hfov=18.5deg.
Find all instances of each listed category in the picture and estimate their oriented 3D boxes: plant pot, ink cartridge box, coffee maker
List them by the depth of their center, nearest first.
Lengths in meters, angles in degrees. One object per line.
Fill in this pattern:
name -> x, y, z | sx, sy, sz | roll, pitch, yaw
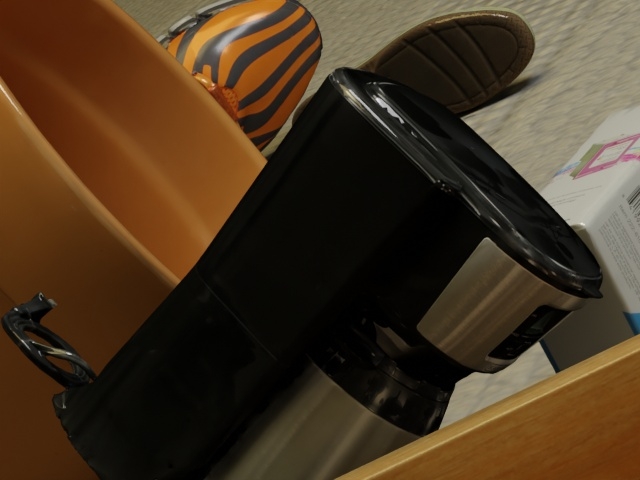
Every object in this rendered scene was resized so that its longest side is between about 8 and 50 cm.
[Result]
coffee maker -> -0.011, 0.024, 0.739 | 0.178, 0.171, 0.120 | -52, 2, 13
ink cartridge box -> 0.135, 0.004, 0.815 | 0.052, 0.088, 0.122 | -15, 20, 44
plant pot -> -0.148, 0.017, 0.966 | 0.203, 0.291, 0.291 | -42, 13, 13

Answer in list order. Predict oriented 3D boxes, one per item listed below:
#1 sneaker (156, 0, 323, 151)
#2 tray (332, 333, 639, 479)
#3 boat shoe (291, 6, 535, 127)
sneaker -> -0.105, -0.053, 1.399 | 0.321, 0.124, 0.180 | -42, 22, -9
tray -> 0.094, 0.138, 0.490 | 0.203, 0.076, 0.411 | -26, 16, 7
boat shoe -> 0.069, -0.116, 1.372 | 0.190, 0.068, 0.072 | -20, 6, 27
